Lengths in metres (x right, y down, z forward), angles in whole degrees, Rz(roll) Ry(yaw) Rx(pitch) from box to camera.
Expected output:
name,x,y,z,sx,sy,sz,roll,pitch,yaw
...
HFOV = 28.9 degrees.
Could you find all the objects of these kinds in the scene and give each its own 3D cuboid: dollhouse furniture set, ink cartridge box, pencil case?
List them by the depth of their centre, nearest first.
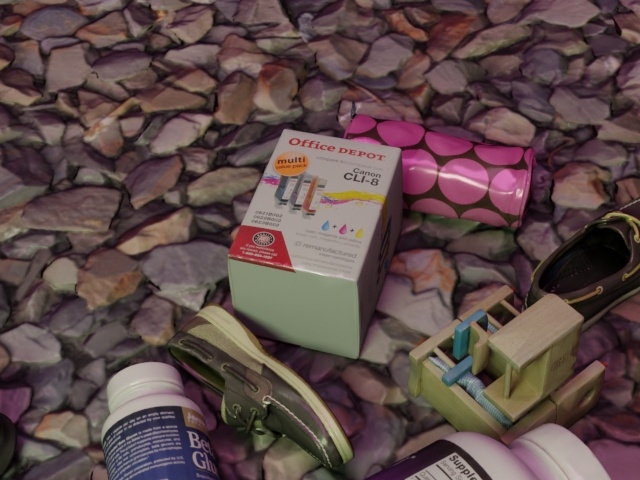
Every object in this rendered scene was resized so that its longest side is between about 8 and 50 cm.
name,x,y,z,sx,sy,sz,roll,pitch,yaw
dollhouse furniture set,0.169,0.089,1.097,0.129,0.183,0.129,-33,56,-23
ink cartridge box,0.000,0.000,1.217,0.128,0.127,0.176,11,51,12
pencil case,0.123,-0.078,1.304,0.209,0.095,0.098,15,37,12

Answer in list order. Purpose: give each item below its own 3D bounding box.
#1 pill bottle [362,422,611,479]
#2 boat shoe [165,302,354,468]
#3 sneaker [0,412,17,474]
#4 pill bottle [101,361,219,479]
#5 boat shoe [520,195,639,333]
name,x,y,z,sx,sy,sz,roll,pitch,yaw
pill bottle,0.072,0.267,0.956,0.323,0.181,0.181,-25,53,-17
boat shoe,-0.060,0.144,1.138,0.073,0.080,0.223,-37,52,-18
sneaker,-0.423,0.169,1.098,0.286,0.130,0.109,-11,52,-5
pill bottle,-0.140,0.193,1.084,0.094,0.094,0.169,-13,51,-8
boat shoe,0.288,0.014,1.228,0.228,0.068,0.081,-38,58,-25
